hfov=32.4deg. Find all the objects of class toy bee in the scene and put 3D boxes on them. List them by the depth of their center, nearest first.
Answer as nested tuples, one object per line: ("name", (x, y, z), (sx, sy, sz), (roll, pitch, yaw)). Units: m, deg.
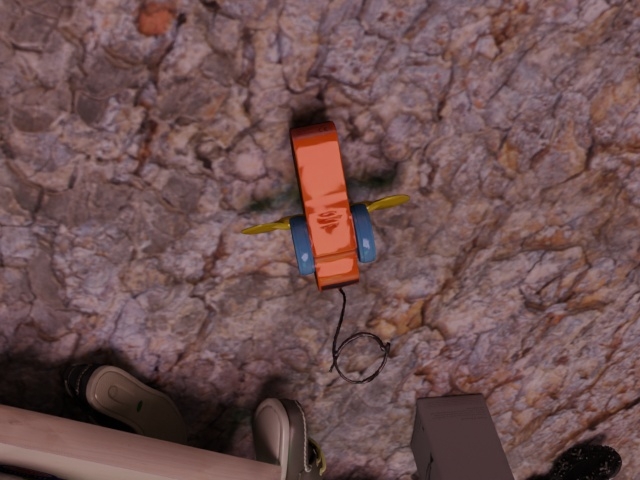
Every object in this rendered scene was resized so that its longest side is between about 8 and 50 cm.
("toy bee", (0.000, 0.000, 1.342), (0.195, 0.162, 0.298), (9, 100, -8))

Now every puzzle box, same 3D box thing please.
("puzzle box", (-0.292, 0.319, 1.498), (0.409, 0.052, 0.272), (18, 150, -24))

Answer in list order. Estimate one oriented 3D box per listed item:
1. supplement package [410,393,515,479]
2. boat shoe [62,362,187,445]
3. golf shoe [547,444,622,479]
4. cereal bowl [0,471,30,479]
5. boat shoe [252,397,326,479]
("supplement package", (0.203, 0.324, 1.591), (0.105, 0.179, 0.105), (-3, 127, -9))
("boat shoe", (-0.262, 0.237, 1.514), (0.079, 0.084, 0.233), (1, 146, 35))
("golf shoe", (0.407, 0.393, 1.762), (0.198, 0.077, 0.094), (-38, 136, 26))
("cereal bowl", (-0.429, 0.452, 1.438), (0.339, 0.141, 0.339), (1, 100, 5))
("boat shoe", (-0.044, 0.328, 1.594), (0.091, 0.109, 0.305), (-10, 135, -18))
